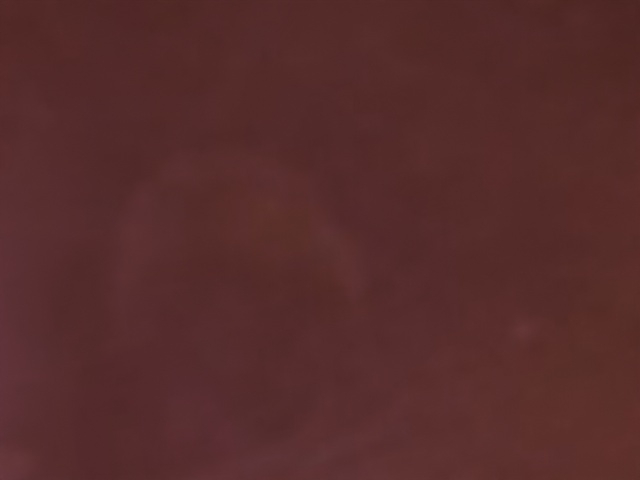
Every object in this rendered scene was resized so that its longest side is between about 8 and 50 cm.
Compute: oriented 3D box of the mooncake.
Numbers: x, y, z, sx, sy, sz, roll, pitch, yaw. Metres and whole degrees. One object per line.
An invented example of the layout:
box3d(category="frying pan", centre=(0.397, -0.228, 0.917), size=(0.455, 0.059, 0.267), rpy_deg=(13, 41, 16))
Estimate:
box3d(category="mooncake", centre=(0.000, 0.000, 0.664), size=(0.467, 0.467, 0.262), rpy_deg=(30, -173, -22))
